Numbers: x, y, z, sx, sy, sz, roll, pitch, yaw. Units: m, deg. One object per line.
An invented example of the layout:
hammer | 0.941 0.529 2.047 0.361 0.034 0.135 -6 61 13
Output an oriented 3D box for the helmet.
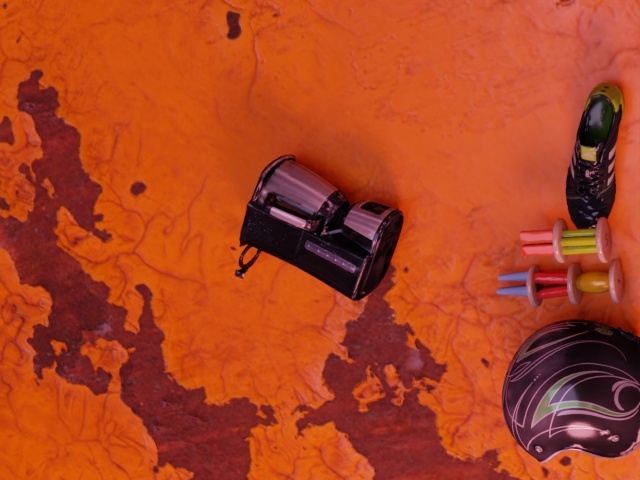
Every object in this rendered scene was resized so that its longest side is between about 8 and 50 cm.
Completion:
helmet | 0.293 0.176 1.579 0.161 0.169 0.169 2 105 8

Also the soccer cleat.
soccer cleat | 0.310 -0.091 1.549 0.060 0.072 0.179 12 108 22

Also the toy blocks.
toy blocks | 0.270 0.027 1.589 0.148 0.054 0.123 -4 133 26

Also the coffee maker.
coffee maker | 0.000 0.000 1.709 0.178 0.120 0.171 29 137 17
